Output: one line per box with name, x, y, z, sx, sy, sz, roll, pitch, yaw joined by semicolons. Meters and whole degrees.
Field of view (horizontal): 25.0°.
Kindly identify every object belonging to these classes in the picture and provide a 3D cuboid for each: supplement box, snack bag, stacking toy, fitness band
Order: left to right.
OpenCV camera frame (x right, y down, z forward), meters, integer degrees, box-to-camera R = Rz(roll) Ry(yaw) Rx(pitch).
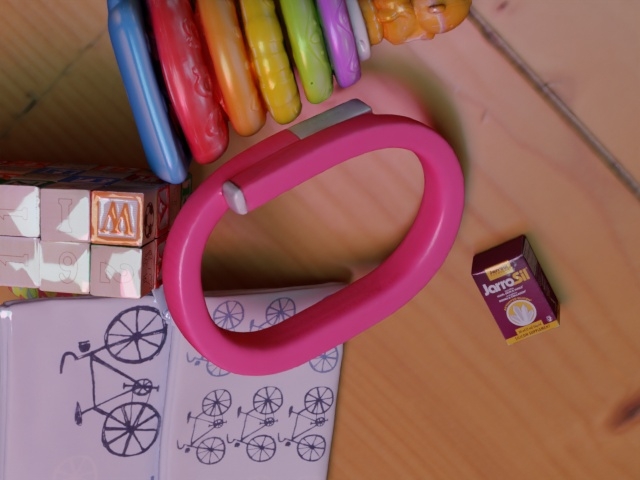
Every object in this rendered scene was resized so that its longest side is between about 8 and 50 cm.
snack bag;-0.150;0.184;1.396;0.342;0.037;0.323;-1;117;-17
stacking toy;-0.018;-0.170;1.227;0.301;0.175;0.166;-15;102;2
fitness band;0.000;0.000;1.256;0.290;0.054;0.209;-27;127;-20
supplement box;0.183;0.047;1.344;0.055;0.043;0.083;-24;109;20

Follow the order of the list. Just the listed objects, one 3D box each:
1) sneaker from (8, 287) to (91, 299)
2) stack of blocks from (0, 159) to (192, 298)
sneaker;-0.251;0.042;1.395;0.094;0.081;0.209;-28;97;20
stack of blocks;-0.275;-0.018;1.251;0.297;0.171;0.087;4;100;8
